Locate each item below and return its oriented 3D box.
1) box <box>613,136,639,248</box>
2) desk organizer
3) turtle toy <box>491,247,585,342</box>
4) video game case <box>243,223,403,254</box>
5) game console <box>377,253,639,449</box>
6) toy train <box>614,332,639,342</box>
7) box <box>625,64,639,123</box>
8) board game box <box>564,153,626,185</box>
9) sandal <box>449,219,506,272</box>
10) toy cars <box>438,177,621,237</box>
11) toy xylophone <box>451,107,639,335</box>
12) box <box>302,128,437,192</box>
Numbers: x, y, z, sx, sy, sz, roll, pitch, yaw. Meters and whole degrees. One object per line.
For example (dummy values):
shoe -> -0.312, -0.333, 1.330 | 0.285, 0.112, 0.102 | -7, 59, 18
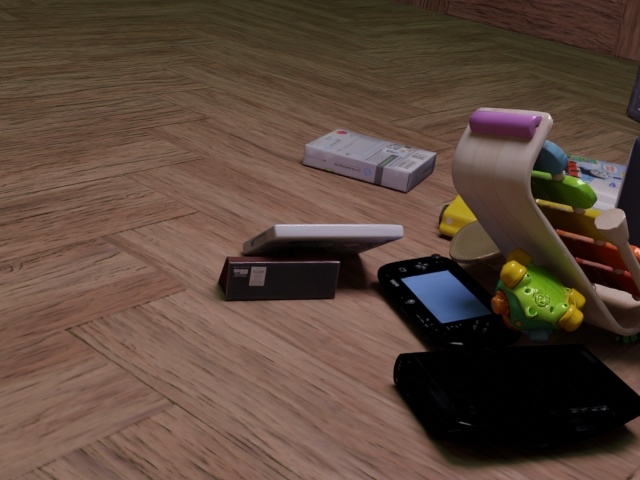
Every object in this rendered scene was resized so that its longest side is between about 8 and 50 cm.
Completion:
box -> 0.578, 0.036, 1.050 | 0.293, 0.212, 0.395 | -2, 24, -23
desk organizer -> -0.049, 0.037, 1.039 | 0.130, 0.047, 0.050 | 0, 22, -20
turtle toy -> 0.220, 0.060, 0.941 | 0.095, 0.066, 0.130 | 39, 23, 5
video game case -> 0.000, 0.000, 1.088 | 0.157, 0.019, 0.143 | 0, -9, -20
game console -> 0.155, 0.102, 0.959 | 0.213, 0.044, 0.361 | 0, 24, -21
toy train -> 0.375, 0.104, 1.054 | 0.083, 0.023, 0.017 | -5, -3, -28
box -> 0.593, -0.116, 1.020 | 0.318, 0.097, 0.395 | 3, 23, -17
board game box -> 0.492, -0.101, 1.569 | 0.211, 0.039, 0.160 | 13, 23, 9
sandal -> 0.239, 0.002, 1.176 | 0.088, 0.079, 0.240 | 2, 29, 28
toy cars -> 0.345, -0.059, 1.352 | 0.394, 0.087, 0.176 | 0, 25, -21
toy xylophone -> 0.275, 0.001, 0.967 | 0.081, 0.322, 0.236 | -49, 39, -13
box -> 0.084, -0.137, 1.509 | 0.186, 0.038, 0.145 | 17, 24, 18
